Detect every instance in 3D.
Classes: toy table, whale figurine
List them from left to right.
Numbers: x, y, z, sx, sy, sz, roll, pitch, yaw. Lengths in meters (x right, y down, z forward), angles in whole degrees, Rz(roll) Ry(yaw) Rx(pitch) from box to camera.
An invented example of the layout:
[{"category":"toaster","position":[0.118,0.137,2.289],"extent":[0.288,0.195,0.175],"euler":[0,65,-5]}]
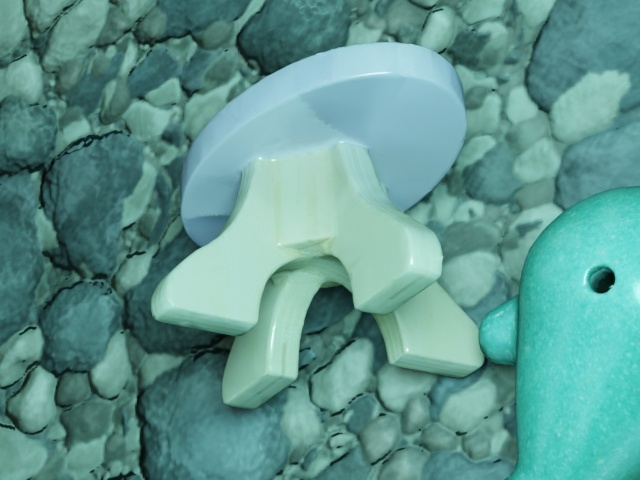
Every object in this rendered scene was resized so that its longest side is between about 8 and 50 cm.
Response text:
[{"category":"toy table","position":[0.000,0.000,1.324],"extent":[0.274,0.252,0.161],"euler":[125,146,-56]},{"category":"whale figurine","position":[0.184,0.090,1.237],"extent":[0.216,0.141,0.272],"euler":[26,84,33]}]
